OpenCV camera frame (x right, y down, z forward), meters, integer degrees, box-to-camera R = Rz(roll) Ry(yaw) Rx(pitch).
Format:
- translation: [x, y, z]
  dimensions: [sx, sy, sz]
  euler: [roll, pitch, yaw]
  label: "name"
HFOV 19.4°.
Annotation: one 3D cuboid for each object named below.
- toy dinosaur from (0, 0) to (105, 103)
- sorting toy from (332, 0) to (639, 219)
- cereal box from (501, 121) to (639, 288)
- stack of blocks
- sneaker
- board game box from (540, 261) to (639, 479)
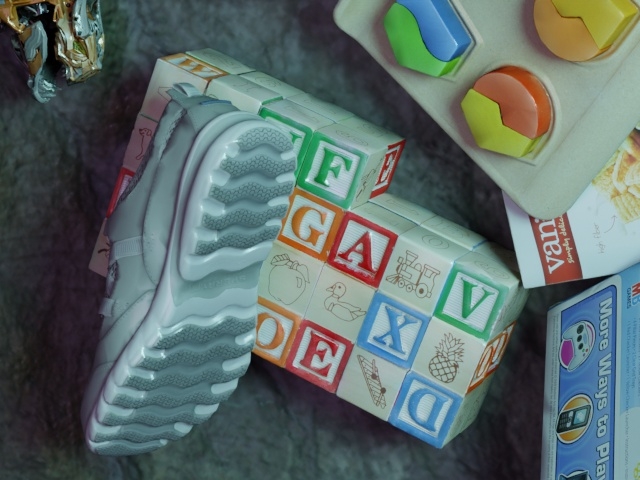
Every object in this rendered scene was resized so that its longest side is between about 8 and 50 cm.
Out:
- translation: [-0.289, -0.241, 1.410]
  dimensions: [0.218, 0.164, 0.322]
  euler: [-32, 68, 10]
  label: "toy dinosaur"
- translation: [0.117, -0.137, 1.192]
  dimensions: [0.208, 0.038, 0.193]
  euler: [44, 131, 12]
  label: "sorting toy"
- translation: [0.231, -0.072, 1.228]
  dimensions: [0.240, 0.047, 0.173]
  euler: [-12, 94, 24]
  label: "cereal box"
- translation: [0.000, 0.000, 1.340]
  dimensions: [0.297, 0.087, 0.171]
  euler: [26, 109, 16]
  label: "stack of blocks"
- translation: [-0.102, 0.023, 1.303]
  dimensions: [0.115, 0.105, 0.281]
  euler: [44, 118, 42]
  label: "sneaker"
- translation: [0.261, 0.130, 1.109]
  dimensions: [0.086, 0.308, 0.302]
  euler: [28, 141, -28]
  label: "board game box"
